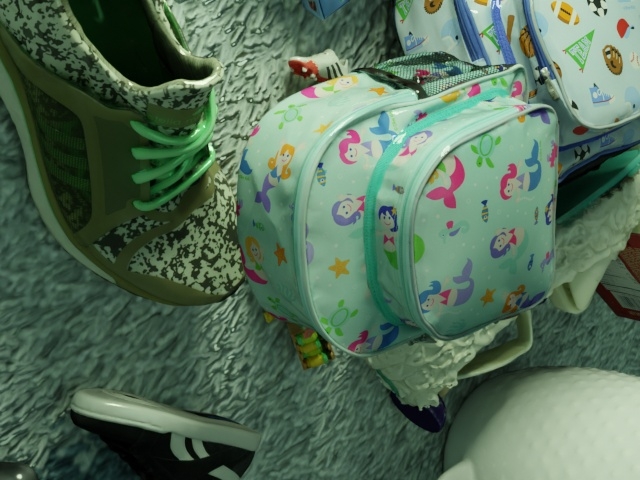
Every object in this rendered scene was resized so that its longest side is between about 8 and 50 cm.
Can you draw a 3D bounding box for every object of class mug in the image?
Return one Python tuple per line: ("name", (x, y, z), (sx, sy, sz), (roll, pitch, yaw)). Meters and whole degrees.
("mug", (0.284, 0.288, 1.270), (0.374, 0.328, 0.276), (-8, 107, -43))

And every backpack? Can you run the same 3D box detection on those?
("backpack", (0.203, -0.184, 1.117), (0.276, 0.213, 0.263), (-22, 81, -46))
("backpack", (0.064, -0.025, 0.906), (0.253, 0.191, 0.225), (-16, 115, -29))

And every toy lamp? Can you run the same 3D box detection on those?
("toy lamp", (0.189, 0.099, 1.303), (0.275, 0.080, 0.080), (-46, 130, -22))

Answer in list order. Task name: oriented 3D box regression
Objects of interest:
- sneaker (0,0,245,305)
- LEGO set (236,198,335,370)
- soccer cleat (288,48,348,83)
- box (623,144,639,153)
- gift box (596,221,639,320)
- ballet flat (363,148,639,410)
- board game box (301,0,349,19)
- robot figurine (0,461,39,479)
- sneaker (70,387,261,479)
("sneaker", (-0.138, -0.092, 0.837), (0.158, 0.182, 0.410), (-47, 131, -25))
("LEGO set", (0.000, 0.000, 1.049), (0.132, 0.107, 0.287), (-1, 106, -40))
("soccer cleat", (-0.001, -0.167, 1.067), (0.083, 0.029, 0.036), (14, 84, -50))
("box", (0.328, -0.233, 1.291), (0.127, 0.148, 0.232), (-39, 126, -30))
("gift box", (0.468, -0.040, 1.421), (0.276, 0.255, 0.258), (45, 71, -36))
("ballet flat", (0.217, 0.047, 1.235), (0.409, 0.147, 0.147), (-31, 124, -17))
("board game box", (0.029, -0.323, 0.987), (0.160, 0.039, 0.211), (-39, 141, -16))
("robot figurine", (-0.252, 0.305, 0.845), (0.209, 0.173, 0.278), (-18, 114, -38))
("sneaker", (-0.143, 0.208, 0.993), (0.217, 0.079, 0.121), (25, 82, -48))
